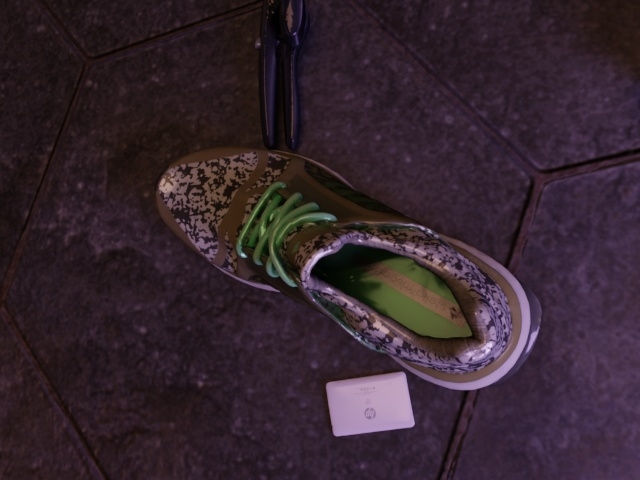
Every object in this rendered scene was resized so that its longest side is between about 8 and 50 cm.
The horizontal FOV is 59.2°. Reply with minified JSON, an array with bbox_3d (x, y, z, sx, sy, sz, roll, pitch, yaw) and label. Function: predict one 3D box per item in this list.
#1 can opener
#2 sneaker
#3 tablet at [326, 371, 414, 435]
[{"bbox_3d":[-0.046,-0.193,0.626,0.059,0.073,0.186,5,92,9],"label":"can opener"},{"bbox_3d":[0.000,0.000,0.514,0.410,0.182,0.158,23,89,19],"label":"sneaker"},{"bbox_3d":[0.049,0.165,0.566,0.083,0.006,0.054,-12,78,15],"label":"tablet"}]
